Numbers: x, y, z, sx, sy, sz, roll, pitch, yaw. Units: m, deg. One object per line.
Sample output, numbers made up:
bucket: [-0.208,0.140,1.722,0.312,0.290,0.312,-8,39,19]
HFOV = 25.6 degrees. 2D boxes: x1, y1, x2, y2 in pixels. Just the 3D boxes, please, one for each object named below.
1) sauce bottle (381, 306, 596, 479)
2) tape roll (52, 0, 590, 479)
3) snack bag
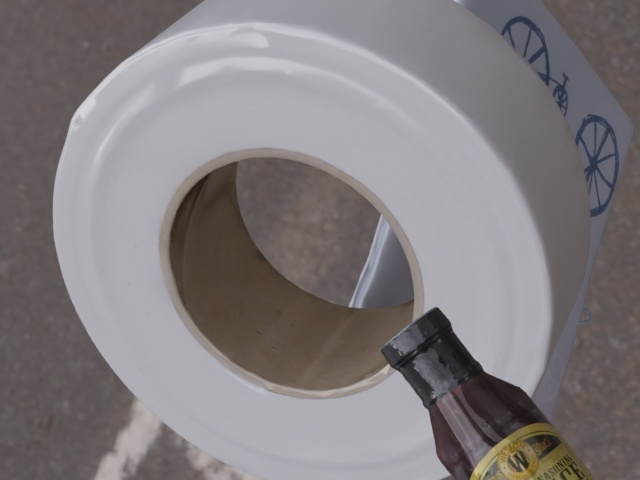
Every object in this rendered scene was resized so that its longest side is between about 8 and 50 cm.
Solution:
sauce bottle: [0.068,0.082,0.488,0.128,0.042,0.042,51,121,8]
tape roll: [0.000,0.000,0.772,0.286,0.286,0.100,-40,7,34]
snack bag: [0.139,-0.014,1.091,0.037,0.323,0.343,6,71,36]
